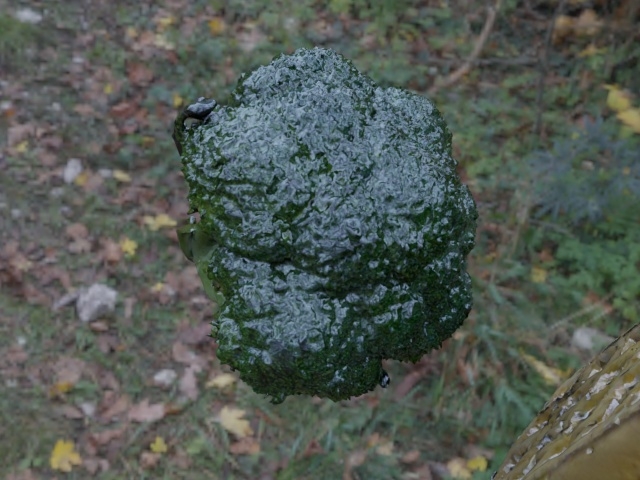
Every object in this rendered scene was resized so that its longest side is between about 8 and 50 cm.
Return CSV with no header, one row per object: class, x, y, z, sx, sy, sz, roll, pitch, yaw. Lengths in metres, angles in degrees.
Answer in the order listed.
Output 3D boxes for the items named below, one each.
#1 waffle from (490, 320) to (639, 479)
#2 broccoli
waffle,0.286,0.143,0.833,0.114,0.376,0.261,44,48,8
broccoli,0.000,0.000,0.907,0.321,0.303,0.283,10,-20,-39
